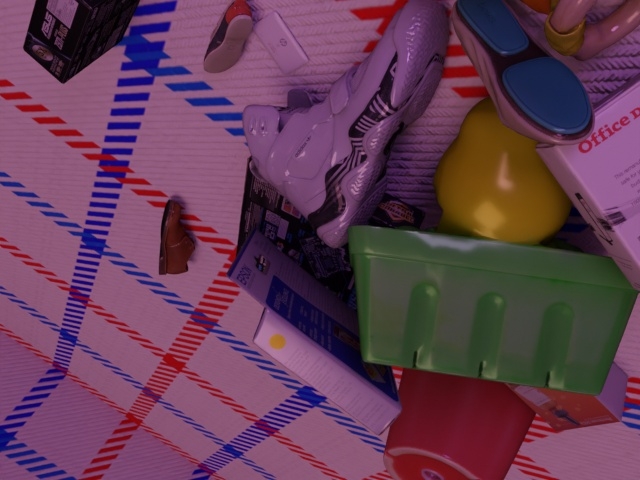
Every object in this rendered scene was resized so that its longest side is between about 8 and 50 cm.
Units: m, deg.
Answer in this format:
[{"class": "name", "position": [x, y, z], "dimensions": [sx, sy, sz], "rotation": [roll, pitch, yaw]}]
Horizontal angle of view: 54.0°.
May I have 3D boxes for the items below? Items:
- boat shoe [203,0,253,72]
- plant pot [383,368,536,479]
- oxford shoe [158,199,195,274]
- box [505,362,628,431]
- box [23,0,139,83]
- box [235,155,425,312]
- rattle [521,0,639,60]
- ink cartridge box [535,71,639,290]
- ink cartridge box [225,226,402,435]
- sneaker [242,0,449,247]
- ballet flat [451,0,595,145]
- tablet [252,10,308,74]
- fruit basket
[{"class": "boat shoe", "position": [-0.136, -0.294, 0.909], "dimensions": [0.137, 0.049, 0.043], "rotation": [-40, 61, 53]}, {"class": "plant pot", "position": [0.246, 0.334, 1.148], "dimensions": [0.274, 0.243, 0.275], "rotation": [20, 140, 18]}, {"class": "oxford shoe", "position": [-0.301, -0.006, 1.324], "dimensions": [0.076, 0.076, 0.212], "rotation": [4, 140, -11]}, {"class": "box", "position": [0.399, 0.224, 1.046], "dimensions": [0.170, 0.091, 0.130], "rotation": [42, 141, -11]}, {"class": "box", "position": [-0.339, -0.339, 0.916], "dimensions": [0.077, 0.147, 0.180], "rotation": [42, 142, -11]}, {"class": "box", "position": [0.000, 0.000, 1.101], "dimensions": [0.293, 0.073, 0.296], "rotation": [26, 141, 8]}, {"class": "rattle", "position": [0.297, -0.289, 0.623], "dimensions": [0.130, 0.143, 0.200], "rotation": [16, 134, -31]}, {"class": "ink cartridge box", "position": [0.351, -0.063, 0.660], "dimensions": [0.148, 0.086, 0.203], "rotation": [-35, 93, 8]}, {"class": "ink cartridge box", "position": [-0.020, 0.126, 0.983], "dimensions": [0.307, 0.303, 0.072], "rotation": [37, 101, -7]}, {"class": "sneaker", "position": [0.015, -0.176, 0.845], "dimensions": [0.210, 0.137, 0.366], "rotation": [35, 129, 16]}, {"class": "ballet flat", "position": [0.210, -0.172, 0.670], "dimensions": [0.086, 0.249, 0.086], "rotation": [-11, 145, -8]}, {"class": "tablet", "position": [-0.058, -0.281, 0.896], "dimensions": [0.054, 0.006, 0.083], "rotation": [-15, 122, 43]}, {"class": "fruit basket", "position": [0.219, -0.002, 0.831], "dimensions": [0.392, 0.392, 0.283], "rotation": [28, 175, 6]}]
